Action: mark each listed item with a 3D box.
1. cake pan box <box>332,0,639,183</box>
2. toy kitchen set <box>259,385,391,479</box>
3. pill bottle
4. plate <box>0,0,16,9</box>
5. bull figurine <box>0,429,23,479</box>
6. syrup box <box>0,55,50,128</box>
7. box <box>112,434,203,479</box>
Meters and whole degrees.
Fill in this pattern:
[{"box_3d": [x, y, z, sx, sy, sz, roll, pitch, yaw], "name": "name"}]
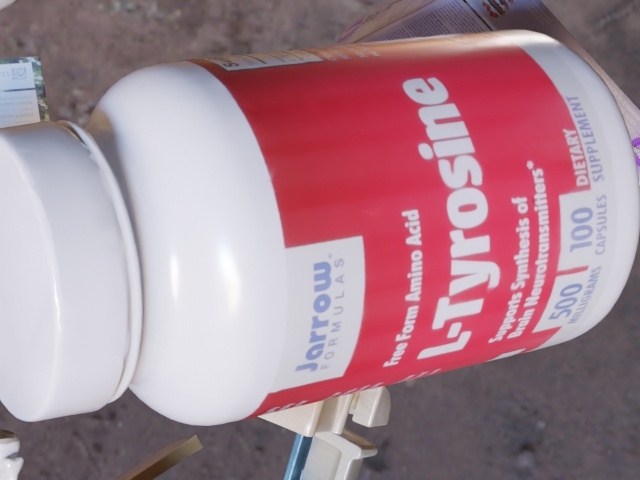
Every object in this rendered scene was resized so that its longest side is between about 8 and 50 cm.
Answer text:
[{"box_3d": [0.159, -0.122, 1.354, 0.267, 0.246, 0.070, 44, 66, -14], "name": "cake pan box"}, {"box_3d": [-0.045, 0.202, 1.264, 0.122, 0.207, 0.166, 18, 4, 25], "name": "toy kitchen set"}, {"box_3d": [-0.013, -0.009, 0.953, 0.407, 0.229, 0.229, -10, 42, -30], "name": "pill bottle"}, {"box_3d": [-0.235, -0.162, 0.363, 0.278, 0.277, 0.045, 2, 44, 6], "name": "plate"}, {"box_3d": [-0.323, 0.191, 1.020, 0.310, 0.188, 0.101, 17, 15, 33], "name": "bull figurine"}, {"box_3d": [-0.276, -0.031, 1.246, 0.093, 0.237, 0.096, -9, 0, -29], "name": "syrup box"}, {"box_3d": [-0.259, 0.323, 1.941, 0.201, 0.164, 0.021, -31, 90, -22], "name": "box"}]
